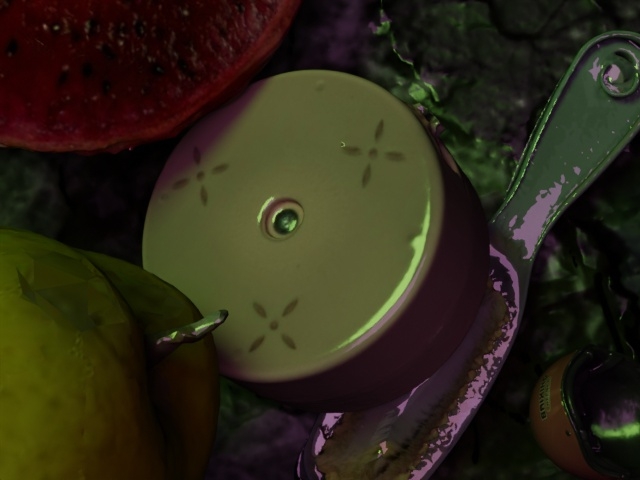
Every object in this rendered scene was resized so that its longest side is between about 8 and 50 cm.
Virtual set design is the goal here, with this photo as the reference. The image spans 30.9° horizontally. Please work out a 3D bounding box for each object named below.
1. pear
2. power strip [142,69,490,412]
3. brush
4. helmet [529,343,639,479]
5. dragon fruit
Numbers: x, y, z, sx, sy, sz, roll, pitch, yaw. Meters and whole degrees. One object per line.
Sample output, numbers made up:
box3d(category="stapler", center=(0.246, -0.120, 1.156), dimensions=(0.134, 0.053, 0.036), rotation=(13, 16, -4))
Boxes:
box3d(category="pear", center=(-0.178, 0.138, 0.454), dimensions=(0.336, 0.285, 0.284), rotation=(-26, 85, 41))
box3d(category="power strip", center=(0.000, 0.000, 0.539), dimensions=(0.154, 0.078, 0.154), rotation=(-9, 66, 22))
box3d(category="brush", center=(0.081, 0.018, 0.569), dimensions=(0.068, 0.060, 0.296), rotation=(33, 89, 6))
box3d(category="helmet", center=(0.134, 0.090, 0.569), dimensions=(0.084, 0.049, 0.065), rotation=(30, 54, -21))
box3d(category="dragon fruit", center=(-0.104, -0.132, 0.538), dimensions=(0.189, 0.163, 0.261), rotation=(34, 78, -2))
